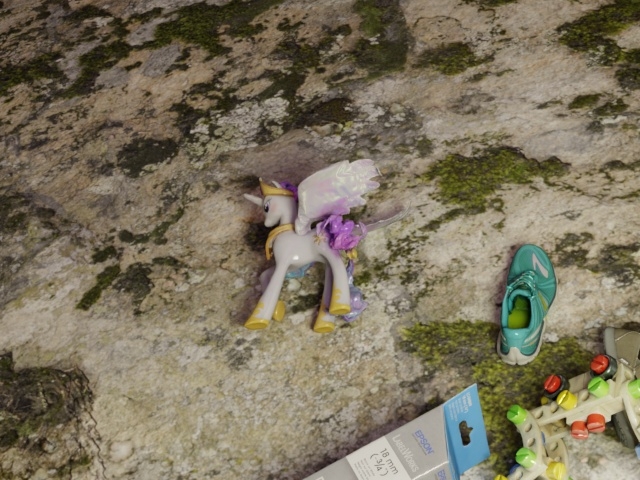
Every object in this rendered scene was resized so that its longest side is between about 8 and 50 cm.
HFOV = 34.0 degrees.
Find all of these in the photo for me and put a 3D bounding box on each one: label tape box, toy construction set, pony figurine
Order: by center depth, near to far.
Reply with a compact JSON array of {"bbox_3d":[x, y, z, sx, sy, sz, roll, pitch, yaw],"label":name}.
[{"bbox_3d":[0.442,0.318,1.731,0.327,0.151,0.215,-18,38,34],"label":"toy construction set"},{"bbox_3d":[0.155,0.414,1.732,0.333,0.241,0.106,-27,47,-9],"label":"label tape box"},{"bbox_3d":[0.000,0.000,2.166,0.351,0.303,0.363,-11,61,18],"label":"pony figurine"}]

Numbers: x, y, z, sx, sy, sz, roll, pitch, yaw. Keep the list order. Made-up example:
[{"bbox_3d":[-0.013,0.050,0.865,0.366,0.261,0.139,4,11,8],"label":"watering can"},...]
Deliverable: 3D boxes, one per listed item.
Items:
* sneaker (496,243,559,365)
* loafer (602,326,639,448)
[{"bbox_3d":[0.401,0.110,2.026,0.107,0.110,0.275,2,49,18],"label":"sneaker"},{"bbox_3d":[0.557,0.253,1.861,0.087,0.094,0.251,-8,47,15],"label":"loafer"}]
